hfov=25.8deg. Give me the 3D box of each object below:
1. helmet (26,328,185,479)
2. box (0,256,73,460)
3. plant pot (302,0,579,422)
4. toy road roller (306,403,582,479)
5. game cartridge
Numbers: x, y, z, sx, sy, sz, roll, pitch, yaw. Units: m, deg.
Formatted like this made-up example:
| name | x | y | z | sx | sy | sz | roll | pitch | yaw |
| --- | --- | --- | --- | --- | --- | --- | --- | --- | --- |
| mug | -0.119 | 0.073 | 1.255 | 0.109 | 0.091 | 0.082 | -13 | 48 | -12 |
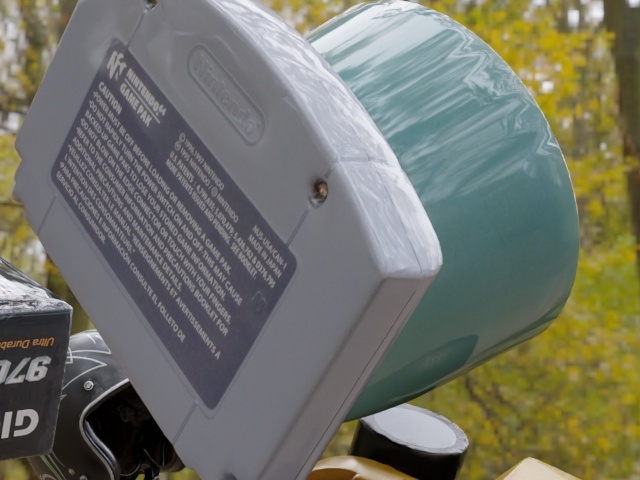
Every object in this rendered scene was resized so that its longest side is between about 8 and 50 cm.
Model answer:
| name | x | y | z | sx | sy | sz | roll | pitch | yaw |
| --- | --- | --- | --- | --- | --- | --- | --- | --- | --- |
| helmet | -0.214 | 0.167 | 1.357 | 0.169 | 0.161 | 0.169 | -14 | 4 | 1 |
| box | -0.208 | 0.007 | 0.424 | 0.175 | 0.051 | 0.220 | -2 | 21 | -43 |
| plant pot | 0.000 | 0.000 | 1.017 | 0.235 | 0.293 | 0.293 | -29 | 5 | -34 |
| toy road roller | 0.103 | 0.287 | 1.072 | 0.330 | 0.202 | 0.240 | 22 | 17 | 18 |
| game cartridge | -0.061 | -0.022 | 0.737 | 0.060 | 0.294 | 0.196 | 0 | -51 | -41 |
